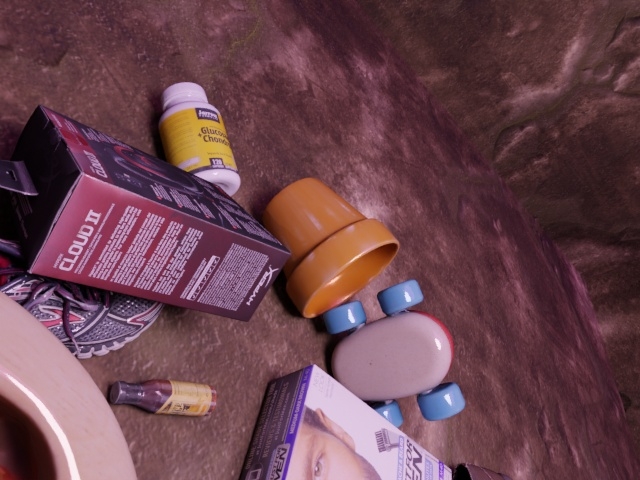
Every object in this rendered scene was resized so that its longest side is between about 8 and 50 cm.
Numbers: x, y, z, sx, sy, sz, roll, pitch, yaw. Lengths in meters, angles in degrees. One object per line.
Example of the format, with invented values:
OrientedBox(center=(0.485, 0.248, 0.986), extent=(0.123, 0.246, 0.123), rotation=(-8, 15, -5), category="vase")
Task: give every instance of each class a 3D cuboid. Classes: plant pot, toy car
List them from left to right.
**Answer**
OrientedBox(center=(0.000, 0.000, 0.876), extent=(0.188, 0.205, 0.205), rotation=(52, 31, 19), category="plant pot")
OrientedBox(center=(0.150, 0.195, 0.909), extent=(0.238, 0.210, 0.219), rotation=(-1, 69, -66), category="toy car")

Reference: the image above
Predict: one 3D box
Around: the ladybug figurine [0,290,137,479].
OrientedBox(center=(-0.331, 0.153, 0.318), extent=(0.449, 0.162, 0.305), rotation=(47, 49, -16), category="ladybug figurine")

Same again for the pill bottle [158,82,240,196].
OrientedBox(center=(-0.200, -0.156, 0.802), extent=(0.103, 0.103, 0.184), rotation=(3, 63, -51), category="pill bottle")

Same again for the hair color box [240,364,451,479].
OrientedBox(center=(0.054, 0.356, 0.728), extent=(0.339, 0.110, 0.185), rotation=(41, 39, -22), category="hair color box")

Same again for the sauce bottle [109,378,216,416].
OrientedBox(center=(-0.188, 0.190, 0.606), extent=(0.128, 0.042, 0.042), rotation=(20, 50, -40), category="sauce bottle")

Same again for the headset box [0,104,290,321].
OrientedBox(center=(-0.214, -0.031, 0.581), extent=(0.293, 0.110, 0.218), rotation=(24, 11, -46), category="headset box")

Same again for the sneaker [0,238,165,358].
OrientedBox(center=(-0.288, 0.058, 0.518), extent=(0.299, 0.112, 0.120), rotation=(6, 60, -51), category="sneaker")

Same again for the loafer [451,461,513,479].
OrientedBox(center=(0.260, 0.539, 0.856), extent=(0.130, 0.133, 0.366), rotation=(32, 26, 2), category="loafer")
